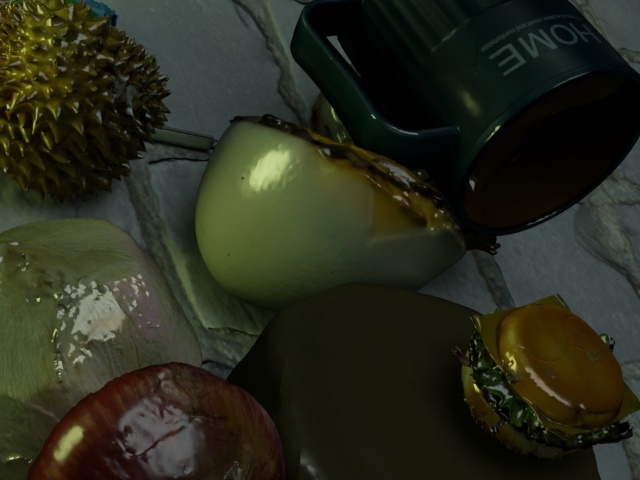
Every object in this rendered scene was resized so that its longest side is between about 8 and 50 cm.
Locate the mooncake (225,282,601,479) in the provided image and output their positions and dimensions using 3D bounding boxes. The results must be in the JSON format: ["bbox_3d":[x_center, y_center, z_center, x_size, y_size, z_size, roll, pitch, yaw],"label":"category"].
[{"bbox_3d":[0.070,0.227,1.401,0.378,0.201,0.378,22,39,-19],"label":"mooncake"}]

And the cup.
[{"bbox_3d":[0.151,-0.176,1.627,0.307,0.242,0.292,-29,59,-6],"label":"cup"}]

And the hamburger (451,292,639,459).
[{"bbox_3d":[0.204,0.131,1.367,0.189,0.093,0.164,-1,51,-37],"label":"hamburger"}]

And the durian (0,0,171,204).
[{"bbox_3d":[-0.230,-0.133,1.473,0.249,0.138,0.183,36,57,-61],"label":"durian"}]

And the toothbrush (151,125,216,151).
[{"bbox_3d":[-0.243,-0.129,1.612,0.294,0.026,0.028,12,32,-28],"label":"toothbrush"}]

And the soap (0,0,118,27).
[{"bbox_3d":[-0.348,-0.204,1.535,0.156,0.077,0.293,28,37,18],"label":"soap"}]

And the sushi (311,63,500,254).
[{"bbox_3d":[0.087,-0.090,1.741,0.124,0.130,0.332,-5,56,-39],"label":"sushi"}]

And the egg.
[{"bbox_3d":[0.000,0.001,1.533,0.286,0.264,0.174,21,80,15],"label":"egg"}]

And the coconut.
[{"bbox_3d":[-0.223,0.092,1.257,0.227,0.227,0.230,-89,156,-43],"label":"coconut"}]

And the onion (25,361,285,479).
[{"bbox_3d":[-0.112,0.213,1.152,0.230,0.230,0.163,-12,33,-43],"label":"onion"}]
